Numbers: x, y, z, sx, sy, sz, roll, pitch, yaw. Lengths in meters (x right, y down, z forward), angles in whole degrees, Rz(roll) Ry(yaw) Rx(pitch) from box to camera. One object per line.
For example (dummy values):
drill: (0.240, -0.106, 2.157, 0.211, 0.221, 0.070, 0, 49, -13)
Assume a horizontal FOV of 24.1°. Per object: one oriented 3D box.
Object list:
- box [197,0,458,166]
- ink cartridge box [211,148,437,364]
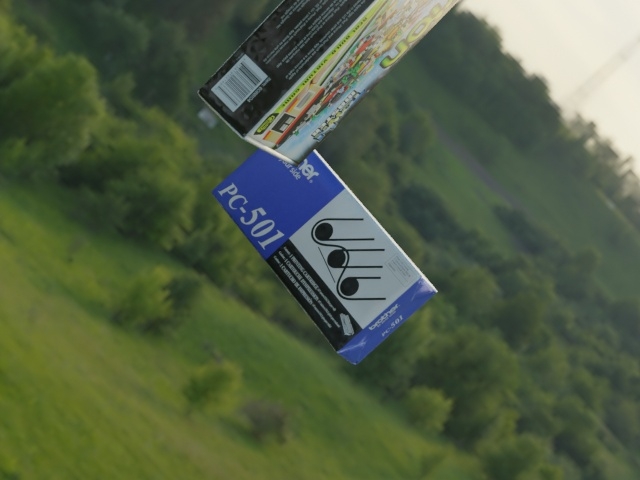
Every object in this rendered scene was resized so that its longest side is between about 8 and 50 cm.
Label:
box: (0.034, -0.130, 0.776, 0.036, 0.207, 0.114, 45, 6, 13)
ink cartridge box: (0.000, 0.000, 1.310, 0.207, 0.097, 0.046, 50, 4, 31)
